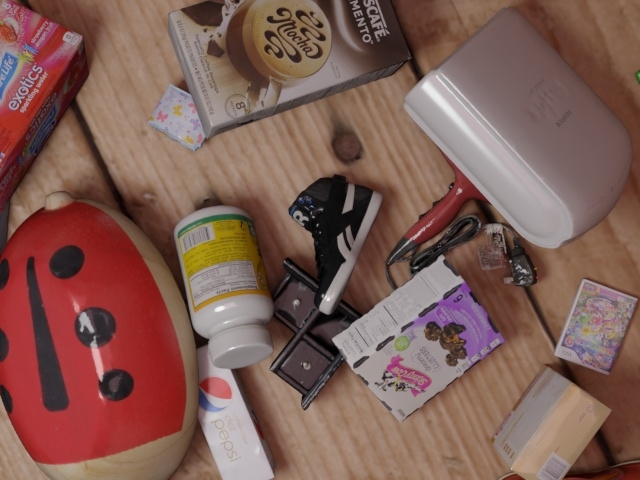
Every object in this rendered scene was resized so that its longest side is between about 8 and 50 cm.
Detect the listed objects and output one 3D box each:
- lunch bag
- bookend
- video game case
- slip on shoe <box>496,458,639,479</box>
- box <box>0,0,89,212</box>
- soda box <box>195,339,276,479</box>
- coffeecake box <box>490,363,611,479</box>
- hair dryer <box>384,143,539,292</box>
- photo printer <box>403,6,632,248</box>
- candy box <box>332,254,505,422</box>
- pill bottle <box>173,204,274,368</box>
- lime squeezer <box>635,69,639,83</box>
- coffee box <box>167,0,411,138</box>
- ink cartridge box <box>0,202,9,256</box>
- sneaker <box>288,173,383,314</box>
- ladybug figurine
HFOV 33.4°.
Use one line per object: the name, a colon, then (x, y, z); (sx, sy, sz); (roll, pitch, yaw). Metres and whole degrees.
lunch bag: (-0.197, -0.176, 1.553); (0.083, 0.053, 0.071); (28, 89, 9)
bookend: (-0.035, 0.133, 1.548); (0.157, 0.072, 0.156); (38, 91, 0)
video game case: (0.406, 0.127, 1.577); (0.087, 0.011, 0.122); (20, 91, -1)
slip on shoe: (0.413, 0.382, 1.539); (0.331, 0.101, 0.123); (0, 89, -1)
box: (-0.440, -0.187, 1.483); (0.128, 0.122, 0.257); (27, 71, 0)
soda box: (-0.138, 0.252, 1.553); (0.074, 0.069, 0.216); (-22, 90, 0)
coffeecake box: (0.317, 0.259, 1.493); (0.068, 0.185, 0.142); (35, 91, 0)
hair dryer: (0.196, -0.056, 1.540); (0.223, 0.080, 0.294); (-7, 91, 1)
photo printer: (0.289, -0.150, 1.467); (0.307, 0.107, 0.256); (48, 48, 0)
candy box: (0.141, 0.141, 1.505); (0.196, 0.070, 0.165); (-38, 133, 1)
pill bottle: (-0.130, 0.067, 1.490); (0.117, 0.117, 0.208); (-16, 66, 0)
lime squeezer: (0.583, -0.347, 1.545); (0.310, 0.059, 0.110); (-27, 91, 0)
coffee box: (-0.045, -0.274, 1.493); (0.297, 0.119, 0.168); (-21, 91, -10)
ink cartridge box: (-0.553, -0.023, 1.554); (0.185, 0.065, 0.311); (5, 90, 0)
sneaker: (0.000, 0.000, 1.514); (0.121, 0.079, 0.217); (22, 54, 4)
ladybug figurine: (-0.331, 0.156, 1.473); (0.305, 0.162, 0.449); (-13, 93, 21)
